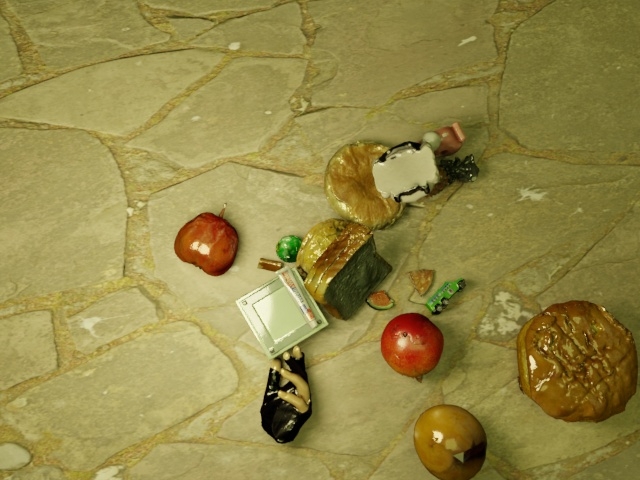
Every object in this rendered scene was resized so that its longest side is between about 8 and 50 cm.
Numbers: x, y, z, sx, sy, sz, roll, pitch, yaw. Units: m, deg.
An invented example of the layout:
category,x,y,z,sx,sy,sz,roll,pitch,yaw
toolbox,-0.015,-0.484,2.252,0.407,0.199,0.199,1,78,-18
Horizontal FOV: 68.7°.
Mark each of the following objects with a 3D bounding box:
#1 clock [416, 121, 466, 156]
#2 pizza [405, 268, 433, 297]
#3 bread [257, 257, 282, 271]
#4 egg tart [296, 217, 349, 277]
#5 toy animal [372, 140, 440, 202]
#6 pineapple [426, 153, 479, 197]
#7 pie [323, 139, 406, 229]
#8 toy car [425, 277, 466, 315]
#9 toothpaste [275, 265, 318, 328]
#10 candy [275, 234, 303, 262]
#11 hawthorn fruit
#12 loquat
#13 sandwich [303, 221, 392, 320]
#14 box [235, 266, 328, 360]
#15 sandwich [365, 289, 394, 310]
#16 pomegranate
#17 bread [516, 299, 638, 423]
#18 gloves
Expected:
category,x,y,z,sx,sy,sz,roll,pitch,yaw
clock,0.413,-0.337,1.667,0.162,0.166,0.092,-19,83,-13
pizza,0.363,0.136,1.659,0.099,0.029,0.100,-30,86,-15
bread,-0.176,0.084,1.627,0.083,0.047,0.036,13,50,-3
egg tart,0.029,0.040,1.561,0.241,0.241,0.106,-46,52,-8
toy animal,0.292,-0.225,1.571,0.208,0.156,0.204,-18,84,18
pineapple,0.460,-0.237,1.685,0.237,0.111,0.119,-23,119,-11
pie,0.169,-0.200,1.666,0.340,0.083,0.339,1,82,-7
toy car,0.436,0.189,1.632,0.165,0.071,0.062,-43,72,-8
toothpaste,-0.072,0.184,1.508,0.052,0.033,0.218,-28,78,-12
candy,-0.001,-0.002,1.643,0.324,0.097,0.097,-16,82,-14
hawthorn fruit,-0.360,-0.015,1.563,0.208,0.207,0.243,23,76,1
loquat,0.408,0.636,1.481,0.235,0.235,0.234,0,81,-3
sandwich,0.093,0.111,1.511,0.099,0.301,0.271,32,80,32
box,-0.128,0.240,1.566,0.225,0.117,0.224,-31,84,-7
sandwich,0.207,0.211,1.638,0.101,0.026,0.069,-9,78,-8
pomegranate,0.302,0.350,1.535,0.210,0.210,0.235,-22,115,-6
bread,0.840,0.395,1.550,0.399,0.215,0.397,0,80,-3
gloves,-0.109,0.485,1.511,0.152,0.197,0.300,-5,107,-41
